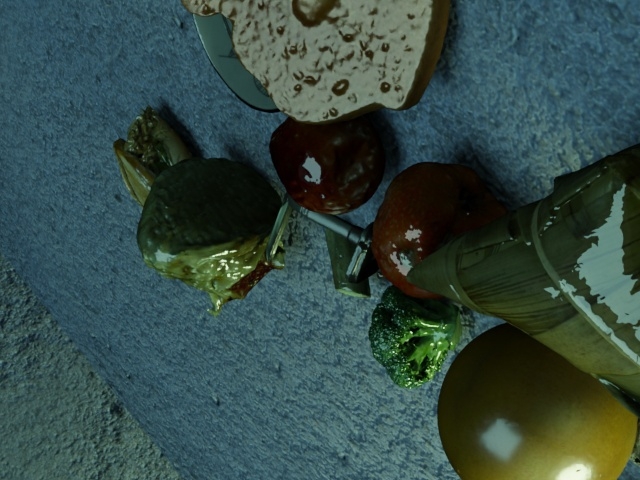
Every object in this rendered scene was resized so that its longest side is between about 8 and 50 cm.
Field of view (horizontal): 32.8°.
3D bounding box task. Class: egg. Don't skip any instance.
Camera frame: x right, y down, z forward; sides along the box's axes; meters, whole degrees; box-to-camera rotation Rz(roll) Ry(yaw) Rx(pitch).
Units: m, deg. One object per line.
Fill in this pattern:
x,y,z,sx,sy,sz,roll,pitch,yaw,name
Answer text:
0.312,0.256,1.575,0.282,0.282,0.351,46,178,22,egg

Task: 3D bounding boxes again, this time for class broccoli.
0.163,0.165,1.866,0.156,0.195,0.195,-2,123,16,broccoli

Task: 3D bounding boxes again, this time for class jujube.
0.003,-0.143,1.826,0.255,0.190,0.189,39,150,64,jujube

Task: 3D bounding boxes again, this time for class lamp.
-0.006,-0.001,1.938,0.283,0.125,0.203,34,115,36,lamp

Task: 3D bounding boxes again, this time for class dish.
-0.087,-0.372,1.794,0.316,0.106,0.316,35,141,35,dish

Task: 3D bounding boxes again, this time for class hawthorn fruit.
0.157,0.005,1.643,0.207,0.207,0.243,54,131,9,hawthorn fruit

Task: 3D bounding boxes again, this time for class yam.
0.053,0.039,2.004,0.070,0.070,0.146,144,120,-62,yam

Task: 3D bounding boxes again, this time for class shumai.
-0.224,0.027,2.166,0.292,0.330,0.288,32,134,17,shumai

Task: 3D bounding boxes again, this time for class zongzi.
0.387,0.156,1.381,0.499,0.218,0.467,59,142,2,zongzi

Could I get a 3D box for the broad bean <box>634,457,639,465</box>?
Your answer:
0.563,0.305,1.461,0.144,0.049,0.292,42,143,-3,broad bean

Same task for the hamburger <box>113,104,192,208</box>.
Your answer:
-0.364,-0.156,2.406,0.243,0.146,0.286,23,143,56,hamburger

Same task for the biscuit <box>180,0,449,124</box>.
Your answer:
-0.009,-0.370,1.578,0.455,0.078,0.350,48,128,7,biscuit

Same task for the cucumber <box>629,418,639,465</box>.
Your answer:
0.483,0.280,1.570,0.064,0.064,0.112,42,149,28,cucumber
